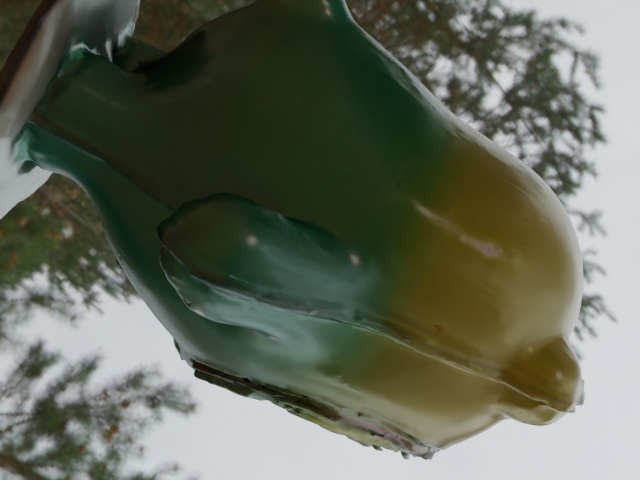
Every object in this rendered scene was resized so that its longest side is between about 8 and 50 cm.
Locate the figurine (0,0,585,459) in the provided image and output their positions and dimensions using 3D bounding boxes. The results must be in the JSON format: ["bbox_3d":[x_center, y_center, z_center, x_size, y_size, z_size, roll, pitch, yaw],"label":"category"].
[{"bbox_3d":[-0.003,-0.017,0.514,0.231,0.340,0.323,-59,-171,17],"label":"figurine"}]
